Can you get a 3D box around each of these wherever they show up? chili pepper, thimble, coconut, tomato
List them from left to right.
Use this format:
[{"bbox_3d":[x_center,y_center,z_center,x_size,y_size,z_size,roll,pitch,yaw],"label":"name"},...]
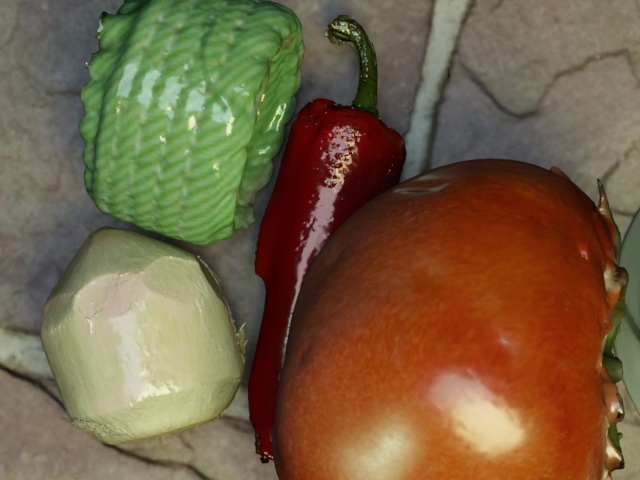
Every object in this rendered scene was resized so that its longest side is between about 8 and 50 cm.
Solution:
[{"bbox_3d":[-0.149,0.075,1.420,0.170,0.171,0.183,-13,87,3],"label":"coconut"},{"bbox_3d":[-0.110,-0.108,1.410,0.150,0.219,0.219,17,86,6],"label":"thimble"},{"bbox_3d":[0.000,0.000,1.442,0.110,0.110,0.388,16,88,5],"label":"chili pepper"},{"bbox_3d":[0.098,0.101,1.308,0.272,0.341,0.342,1,85,9],"label":"tomato"}]

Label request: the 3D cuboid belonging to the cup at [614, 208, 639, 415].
[{"bbox_3d":[0.417,0.055,1.380,0.347,0.163,0.347,0,85,5],"label":"cup"}]
